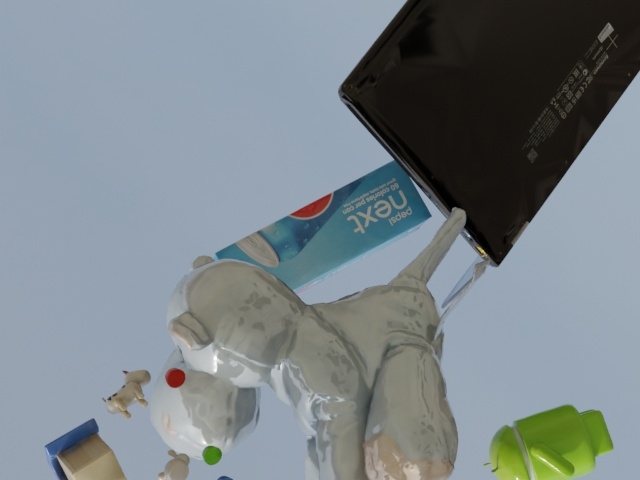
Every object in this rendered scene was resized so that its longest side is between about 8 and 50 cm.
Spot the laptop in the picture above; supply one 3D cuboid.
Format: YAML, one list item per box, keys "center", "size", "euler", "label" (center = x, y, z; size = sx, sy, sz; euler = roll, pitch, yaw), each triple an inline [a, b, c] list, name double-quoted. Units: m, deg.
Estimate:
- center: [0.193, -0.171, 1.412]
  size: [0.408, 0.236, 0.382]
  euler: [45, -106, -30]
  label: "laptop"

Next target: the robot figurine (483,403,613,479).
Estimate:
- center: [0.207, 0.191, 1.209]
  size: [0.115, 0.101, 0.067]
  euler: [-18, -94, -2]
  label: "robot figurine"

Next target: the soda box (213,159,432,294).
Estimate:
- center: [0.000, 0.000, 1.313]
  size: [0.210, 0.067, 0.071]
  euler: [-28, -96, -11]
  label: "soda box"

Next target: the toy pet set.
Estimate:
- center: [-0.145, 0.161, 1.010]
  size: [0.114, 0.122, 0.065]
  euler: [-29, -152, -20]
  label: "toy pet set"

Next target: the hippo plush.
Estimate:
- center: [-0.019, 0.116, 1.092]
  size: [0.236, 0.294, 0.234]
  euler: [16, -158, -11]
  label: "hippo plush"
